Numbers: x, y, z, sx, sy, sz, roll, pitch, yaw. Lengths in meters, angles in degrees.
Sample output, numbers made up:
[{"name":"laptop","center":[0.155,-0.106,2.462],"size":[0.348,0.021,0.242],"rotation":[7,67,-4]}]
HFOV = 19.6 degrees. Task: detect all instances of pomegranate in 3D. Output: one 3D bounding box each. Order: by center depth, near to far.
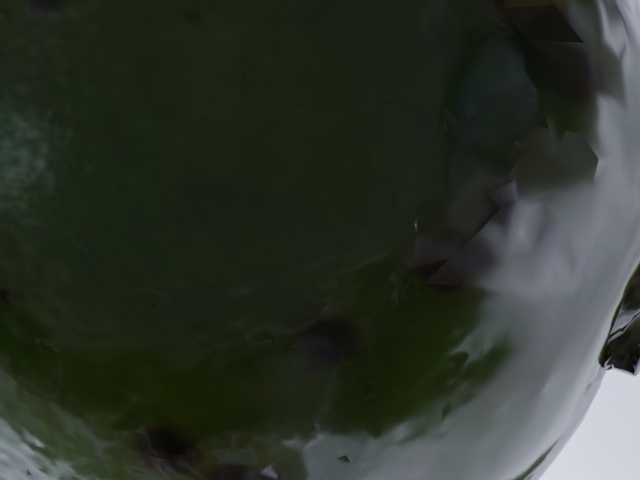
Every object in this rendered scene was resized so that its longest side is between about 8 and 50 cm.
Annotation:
[{"name":"pomegranate","center":[-0.038,-0.024,0.437],"size":[0.263,0.211,0.211],"rotation":[16,-110,9]}]
